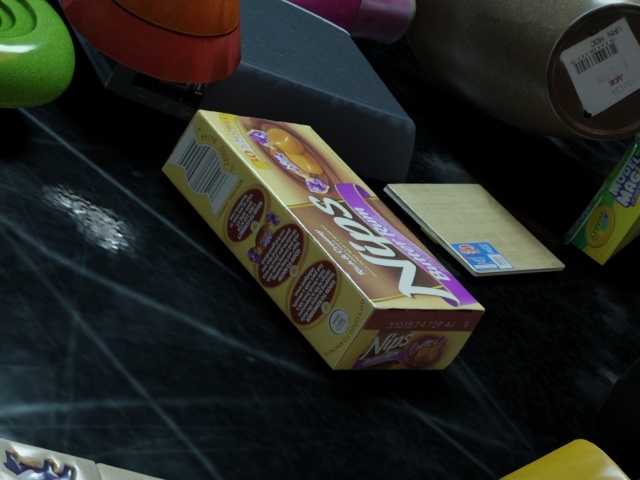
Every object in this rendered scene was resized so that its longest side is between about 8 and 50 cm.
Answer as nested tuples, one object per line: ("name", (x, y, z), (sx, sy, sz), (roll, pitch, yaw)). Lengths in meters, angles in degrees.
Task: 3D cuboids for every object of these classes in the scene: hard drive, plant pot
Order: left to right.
("hard drive", (-0.056, -0.129, 1.322), (0.255, 0.054, 0.172), (16, 28, -36))
("plant pot", (0.193, -0.167, 1.484), (0.215, 0.215, 0.230), (25, 16, -20))

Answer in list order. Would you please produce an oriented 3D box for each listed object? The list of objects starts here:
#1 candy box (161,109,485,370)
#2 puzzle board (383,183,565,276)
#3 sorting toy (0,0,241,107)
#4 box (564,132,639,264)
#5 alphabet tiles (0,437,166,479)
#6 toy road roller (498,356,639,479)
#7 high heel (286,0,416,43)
("candy box", (0.000, 0.000, 1.139), (0.109, 0.053, 0.186), (5, 34, -50))
("puzzle board", (0.111, -0.007, 1.357), (0.096, 0.011, 0.128), (46, 26, 25))
("sorting toy", (-0.166, -0.162, 1.079), (0.365, 0.126, 0.127), (-13, 49, -48))
("box", (0.252, -0.044, 1.497), (0.043, 0.105, 0.179), (38, 23, 13))
("alphabet tiles", (-0.031, 0.206, 0.731), (0.285, 0.011, 0.342), (20, 26, -30))
("toy road roller", (0.136, 0.211, 0.739), (0.202, 0.240, 0.329), (58, -9, 46))
("high heel", (-0.081, -0.299, 1.546), (0.181, 0.127, 0.377), (3, 36, -52))
